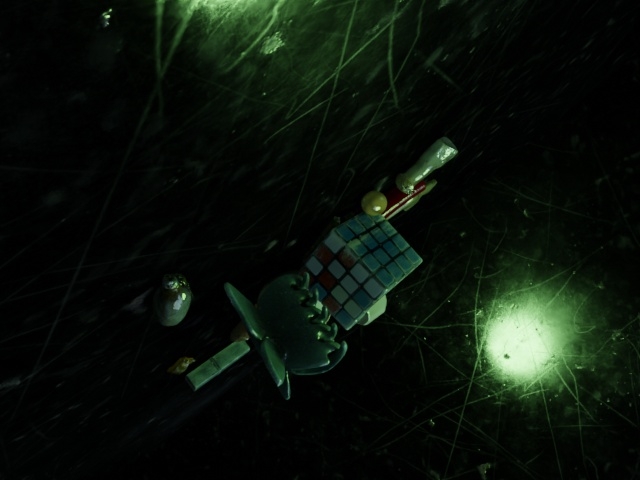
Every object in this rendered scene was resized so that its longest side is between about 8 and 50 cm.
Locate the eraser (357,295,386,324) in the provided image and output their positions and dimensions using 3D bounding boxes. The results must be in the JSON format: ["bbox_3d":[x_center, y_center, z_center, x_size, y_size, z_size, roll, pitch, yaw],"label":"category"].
[{"bbox_3d":[0.098,0.175,2.405,0.150,0.331,0.331,-30,166,-42],"label":"eraser"}]

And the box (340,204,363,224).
[{"bbox_3d":[0.104,-0.080,1.899,0.082,0.023,0.051,-34,168,-23],"label":"box"}]

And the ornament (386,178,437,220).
[{"bbox_3d":[0.344,-0.163,2.222,0.245,0.061,0.230,-38,171,12],"label":"ornament"}]

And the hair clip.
[{"bbox_3d":[-0.089,0.263,1.693,0.238,0.318,0.392,-26,155,-10],"label":"hair clip"}]

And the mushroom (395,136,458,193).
[{"bbox_3d":[0.337,-0.242,1.861,0.223,0.081,0.092,-40,-173,18],"label":"mushroom"}]

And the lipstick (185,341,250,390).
[{"bbox_3d":[-0.428,0.516,2.417,0.289,0.076,0.077,-32,165,-31],"label":"lipstick"}]

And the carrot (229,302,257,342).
[{"bbox_3d":[-0.276,0.323,2.157,0.102,0.102,0.263,-25,168,-49],"label":"carrot"}]

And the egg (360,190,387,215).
[{"bbox_3d":[0.166,-0.116,1.808,0.080,0.080,0.096,-46,170,31],"label":"egg"}]

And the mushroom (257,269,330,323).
[{"bbox_3d":[-0.092,0.182,1.975,0.267,0.164,0.190,2,125,-18],"label":"mushroom"}]

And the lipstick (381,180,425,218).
[{"bbox_3d":[0.253,-0.141,1.986,0.241,0.080,0.080,-36,168,-9],"label":"lipstick"}]

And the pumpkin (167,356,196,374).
[{"bbox_3d":[-0.494,0.437,2.028,0.101,0.035,0.073,-39,158,19],"label":"pumpkin"}]

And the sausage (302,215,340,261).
[{"bbox_3d":[0.000,0.000,1.864,0.033,0.033,0.269,-28,165,-41],"label":"sausage"}]

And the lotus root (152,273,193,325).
[{"bbox_3d":[-0.323,0.128,1.259,0.088,0.088,0.165,-29,155,-41],"label":"lotus root"}]

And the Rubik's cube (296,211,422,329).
[{"bbox_3d":[0.123,0.085,1.861,0.259,0.256,0.253,-33,168,-47],"label":"Rubik's cube"}]
